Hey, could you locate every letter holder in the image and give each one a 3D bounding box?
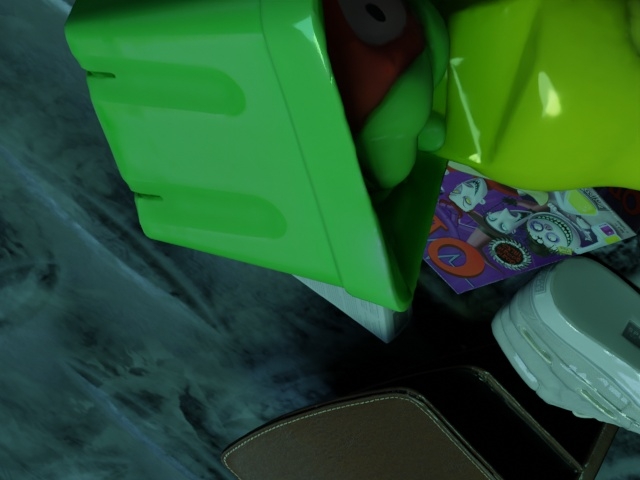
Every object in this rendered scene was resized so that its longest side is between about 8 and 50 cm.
[{"bbox_3d":[0.079,0.180,1.695,0.214,0.152,0.302,45,143,-16],"label":"letter holder"}]

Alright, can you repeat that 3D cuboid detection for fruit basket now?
[{"bbox_3d":[0.079,-0.146,1.115,0.392,0.392,0.283,10,138,27],"label":"fruit basket"}]

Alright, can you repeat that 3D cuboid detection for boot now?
[{"bbox_3d":[0.263,0.120,1.550,0.258,0.095,0.123,42,150,-1],"label":"boot"}]

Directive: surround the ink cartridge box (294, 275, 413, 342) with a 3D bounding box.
[{"bbox_3d":[0.000,0.000,1.617,0.179,0.045,0.145,38,162,21],"label":"ink cartridge box"}]

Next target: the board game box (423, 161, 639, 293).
[{"bbox_3d":[0.072,-0.107,1.436,0.347,0.056,0.208,44,147,-19],"label":"board game box"}]
